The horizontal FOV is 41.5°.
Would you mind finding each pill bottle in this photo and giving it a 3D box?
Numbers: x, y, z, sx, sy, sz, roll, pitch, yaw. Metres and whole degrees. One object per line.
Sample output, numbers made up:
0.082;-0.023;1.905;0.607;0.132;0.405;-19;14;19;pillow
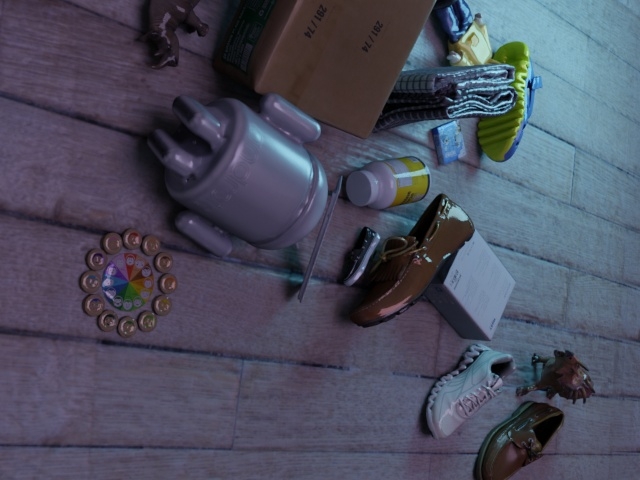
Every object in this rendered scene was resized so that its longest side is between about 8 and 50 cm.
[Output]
0.143;-0.121;1.793;0.184;0.103;0.103;-13;98;-43;pill bottle

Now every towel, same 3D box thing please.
0.253;-0.307;1.815;0.283;0.235;0.121;-18;107;-42;towel

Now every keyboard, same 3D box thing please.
0.000;0.000;1.602;0.072;0.014;0.256;-66;176;-60;keyboard

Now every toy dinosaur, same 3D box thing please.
0.654;0.367;2.205;0.295;0.200;0.127;20;76;-42;toy dinosaur

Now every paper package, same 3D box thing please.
0.013;-0.393;1.554;0.309;0.168;0.325;17;104;-41;paper package

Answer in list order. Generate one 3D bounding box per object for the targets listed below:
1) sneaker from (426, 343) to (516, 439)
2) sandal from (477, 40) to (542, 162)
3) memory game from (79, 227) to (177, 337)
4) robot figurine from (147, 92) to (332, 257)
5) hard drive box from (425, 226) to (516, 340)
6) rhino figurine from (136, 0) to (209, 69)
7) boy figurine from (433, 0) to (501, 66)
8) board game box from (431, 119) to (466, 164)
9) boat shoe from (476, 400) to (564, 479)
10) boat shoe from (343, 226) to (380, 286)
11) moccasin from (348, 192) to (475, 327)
0.351;0.352;1.977;0.292;0.118;0.110;-44;120;-33;sneaker
0.489;-0.335;2.119;0.138;0.126;0.317;32;69;-43;sandal
-0.318;0.071;1.415;0.186;0.012;0.186;1;89;-43;memory game
-0.127;-0.110;1.469;0.353;0.200;0.300;32;102;-38;robot figurine
0.346;0.099;1.993;0.232;0.089;0.181;48;59;-32;hard drive box
-0.244;-0.396;1.452;0.106;0.073;0.243;37;66;-41;rhino figurine
0.355;-0.463;2.012;0.177;0.092;0.285;-50;118;-35;boy figurine
0.307;-0.234;2.008;0.090;0.020;0.090;-26;108;-41;board game box
0.507;0.507;2.128;0.307;0.104;0.111;-39;116;-37;boat shoe
0.078;0.033;1.774;0.040;0.049;0.142;39;61;-15;boat shoe
0.184;0.039;1.805;0.380;0.139;0.147;-44;101;-24;moccasin
